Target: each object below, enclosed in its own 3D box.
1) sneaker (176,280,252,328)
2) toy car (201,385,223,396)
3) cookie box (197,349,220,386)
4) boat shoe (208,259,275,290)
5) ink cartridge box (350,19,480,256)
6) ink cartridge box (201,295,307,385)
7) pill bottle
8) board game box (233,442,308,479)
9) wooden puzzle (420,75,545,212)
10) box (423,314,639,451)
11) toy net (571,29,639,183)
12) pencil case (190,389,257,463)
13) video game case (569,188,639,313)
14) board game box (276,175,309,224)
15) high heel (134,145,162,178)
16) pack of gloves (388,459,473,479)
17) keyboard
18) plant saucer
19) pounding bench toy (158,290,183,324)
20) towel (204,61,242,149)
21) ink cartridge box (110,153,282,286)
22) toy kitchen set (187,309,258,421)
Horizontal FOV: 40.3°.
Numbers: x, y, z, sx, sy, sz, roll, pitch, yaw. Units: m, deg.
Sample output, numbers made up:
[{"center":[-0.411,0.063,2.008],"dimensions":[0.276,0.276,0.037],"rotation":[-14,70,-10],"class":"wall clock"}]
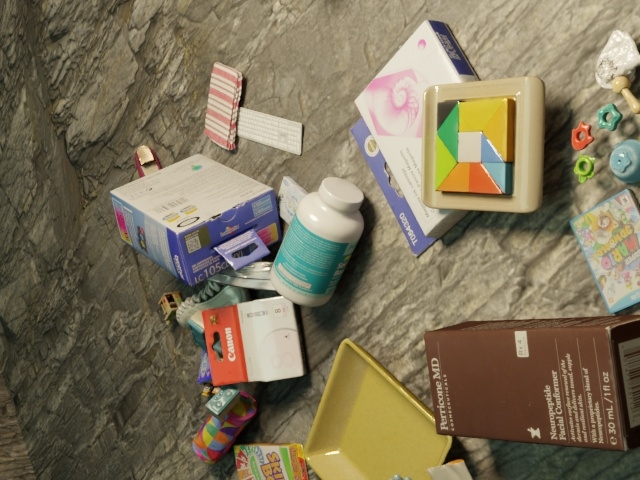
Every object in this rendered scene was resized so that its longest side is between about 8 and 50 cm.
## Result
[{"center":[-0.270,0.175,2.209],"dimensions":[0.292,0.110,0.118],"rotation":[-38,75,46],"class":"sneaker"},{"center":[-0.279,0.388,2.278],"dimensions":[0.122,0.060,0.040],"rotation":[4,67,43],"class":"toy car"},{"center":[-0.269,0.322,2.244],"dimensions":[0.107,0.040,0.091],"rotation":[-26,51,48],"class":"cookie box"},{"center":[-0.161,0.071,2.040],"dimensions":[0.258,0.095,0.084],"rotation":[6,84,19],"class":"boat shoe"},{"center":[0.189,-0.183,1.645],"dimensions":[0.330,0.071,0.324],"rotation":[-46,61,41],"class":"ink cartridge box"},{"center":[-0.158,0.235,2.017],"dimensions":[0.232,0.066,0.189],"rotation":[-10,86,6],"class":"ink cartridge box"},{"center":[0.000,0.000,1.828],"dimensions":[0.146,0.146,0.264],"rotation":[49,129,35],"class":"pill bottle"},{"center":[-0.121,0.559,2.128],"dimensions":[0.259,0.039,0.124],"rotation":[-15,84,47],"class":"board game box"},{"center":[0.265,-0.160,1.475],"dimensions":[0.239,0.044,0.220],"rotation":[5,96,46],"class":"wooden puzzle"},{"center":[0.359,0.227,1.439],"dimensions":[0.381,0.143,0.191],"rotation":[-11,87,52],"class":"box"},{"center":[0.454,-0.205,1.349],"dimensions":[0.122,0.045,0.232],"rotation":[6,97,51],"class":"toy net"},{"center":[-0.246,0.471,2.216],"dimensions":[0.236,0.104,0.104],"rotation":[-54,55,39],"class":"pencil case"},{"center":[0.472,0.019,1.372],"dimensions":[0.119,0.015,0.166],"rotation":[-36,68,46],"class":"video game case"},{"center":[-0.065,-0.086,1.992],"dimensions":[0.090,0.020,0.090],"rotation":[43,127,38],"class":"board game box"},{"center":[-0.464,-0.145,2.437],"dimensions":[0.117,0.082,0.244],"rotation":[163,84,-81],"class":"high heel"},{"center":[0.239,0.513,1.628],"dimensions":[0.195,0.046,0.232],"rotation":[-22,101,35],"class":"pack of gloves"},{"center":[-0.124,-0.260,2.047],"dimensions":[0.256,0.014,0.072],"rotation":[23,111,47],"class":"keyboard"},{"center":[0.128,0.415,1.778],"dimensions":[0.333,0.081,0.332],"rotation":[40,124,39],"class":"plant saucer"},{"center":[-0.416,0.187,2.415],"dimensions":[0.083,0.052,0.065],"rotation":[-53,55,39],"class":"pounding bench toy"},{"center":[-0.239,-0.335,2.157],"dimensions":[0.144,0.029,0.197],"rotation":[35,120,52],"class":"towel"},{"center":[-0.278,-0.048,2.040],"dimensions":[0.395,0.270,0.151],"rotation":[25,134,47],"class":"ink cartridge box"},{"center":[-0.268,0.305,2.111],"dimensions":[0.207,0.166,0.122],"rotation":[33,153,22],"class":"toy kitchen set"}]
